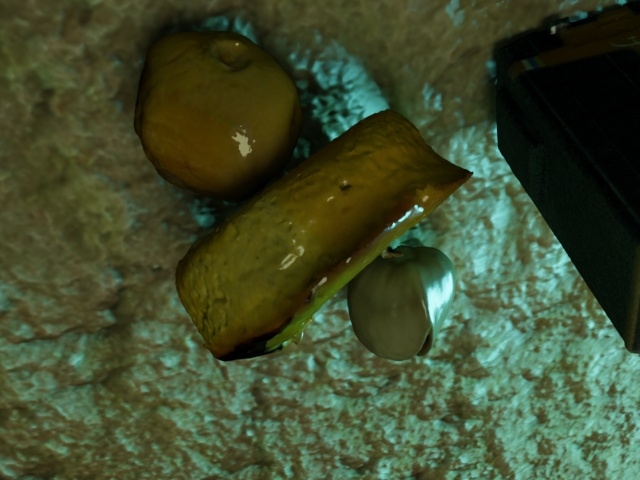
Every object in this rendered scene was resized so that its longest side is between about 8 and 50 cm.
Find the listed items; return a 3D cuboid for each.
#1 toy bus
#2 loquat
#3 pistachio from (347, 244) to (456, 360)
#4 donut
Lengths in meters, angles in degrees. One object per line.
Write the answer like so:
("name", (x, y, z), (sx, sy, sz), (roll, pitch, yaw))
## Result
("toy bus", (0.253, -0.060, 0.647), (0.167, 0.275, 0.138), (-16, 135, -1))
("loquat", (-0.078, -0.089, 0.613), (0.137, 0.113, 0.137), (11, 147, 7))
("pistachio", (0.080, 0.063, 0.813), (0.113, 0.113, 0.149), (-15, 140, -7))
("donut", (-0.001, 0.000, 0.644), (0.253, 0.253, 0.118), (-34, 94, 12))
